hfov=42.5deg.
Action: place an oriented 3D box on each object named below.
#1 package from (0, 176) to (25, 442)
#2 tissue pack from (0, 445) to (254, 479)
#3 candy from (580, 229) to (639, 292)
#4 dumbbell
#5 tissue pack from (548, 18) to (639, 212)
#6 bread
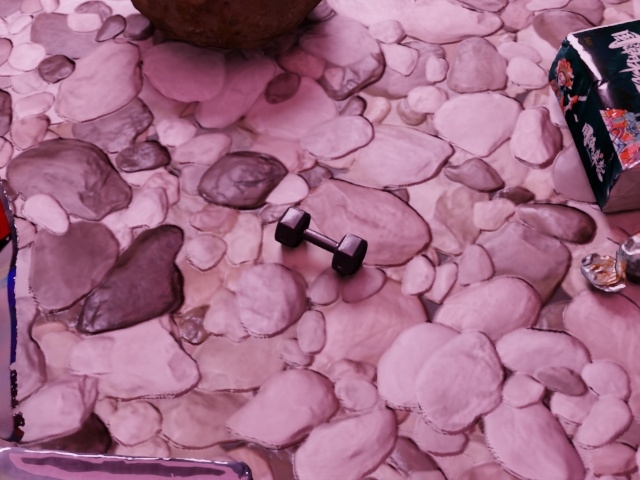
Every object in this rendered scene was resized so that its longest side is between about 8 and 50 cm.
[{"bbox_3d":[-0.325,0.071,0.680,0.194,0.071,0.269,-25,55,-8],"label":"package"},{"bbox_3d":[-0.190,0.327,0.475,0.288,0.124,0.394,5,58,-6],"label":"tissue pack"},{"bbox_3d":[0.319,-0.002,0.738,0.182,0.046,0.053,-25,60,-13],"label":"candy"},{"bbox_3d":[0.000,0.000,0.739,0.083,0.036,0.040,25,63,14],"label":"dumbbell"},{"bbox_3d":[0.295,-0.121,0.785,0.103,0.090,0.170,-10,58,-3],"label":"tissue pack"},{"bbox_3d":[-0.094,-0.295,0.873,0.230,0.123,0.230,-3,57,4],"label":"bread"}]
